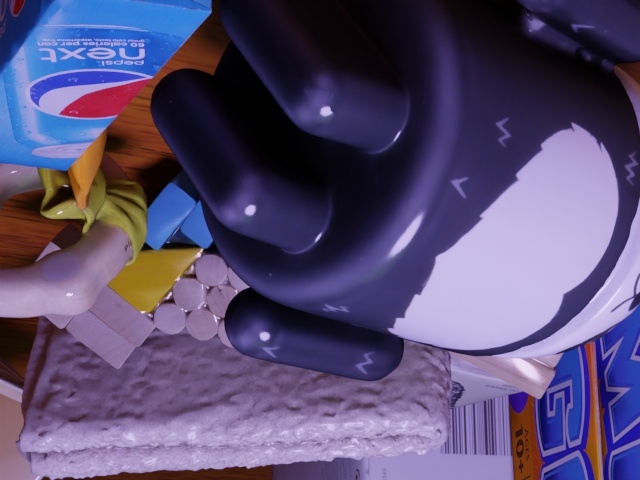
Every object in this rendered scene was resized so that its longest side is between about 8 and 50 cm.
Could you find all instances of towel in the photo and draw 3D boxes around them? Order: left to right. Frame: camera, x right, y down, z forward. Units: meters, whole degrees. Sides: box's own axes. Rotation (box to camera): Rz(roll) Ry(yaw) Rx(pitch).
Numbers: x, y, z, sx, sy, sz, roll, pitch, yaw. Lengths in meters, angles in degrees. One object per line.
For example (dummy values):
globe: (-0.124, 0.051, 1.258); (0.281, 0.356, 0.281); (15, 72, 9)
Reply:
towel: (-0.053, 0.073, 1.269); (0.282, 0.187, 0.049); (-3, 132, 7)

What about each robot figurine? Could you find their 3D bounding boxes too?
robot figurine: (0.055, -0.035, 0.939); (0.209, 0.174, 0.278); (-13, 159, 41)

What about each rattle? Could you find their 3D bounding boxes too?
rattle: (-0.203, -0.041, 1.082); (0.199, 0.130, 0.143); (20, 160, 24)

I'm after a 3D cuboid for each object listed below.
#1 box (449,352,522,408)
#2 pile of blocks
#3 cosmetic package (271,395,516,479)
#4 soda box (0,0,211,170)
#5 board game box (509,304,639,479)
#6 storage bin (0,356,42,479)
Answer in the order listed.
box: (0.027, 0.084, 1.451); (0.113, 0.094, 0.275); (14, 157, -40)
pile of blocks: (0.000, 0.000, 1.197); (0.362, 0.149, 0.112); (3, -163, 9)
cosmetic package: (0.083, 0.193, 1.704); (0.197, 0.155, 0.365); (3, 163, -14)
soda box: (-0.116, -0.099, 0.888); (0.067, 0.071, 0.210); (6, 161, -23)
board game box: (0.366, 0.193, 1.389); (0.356, 0.356, 0.356); (3, 162, -15)
storage bin: (-0.340, 0.167, 1.396); (0.262, 0.123, 0.260); (-48, 157, -1)
